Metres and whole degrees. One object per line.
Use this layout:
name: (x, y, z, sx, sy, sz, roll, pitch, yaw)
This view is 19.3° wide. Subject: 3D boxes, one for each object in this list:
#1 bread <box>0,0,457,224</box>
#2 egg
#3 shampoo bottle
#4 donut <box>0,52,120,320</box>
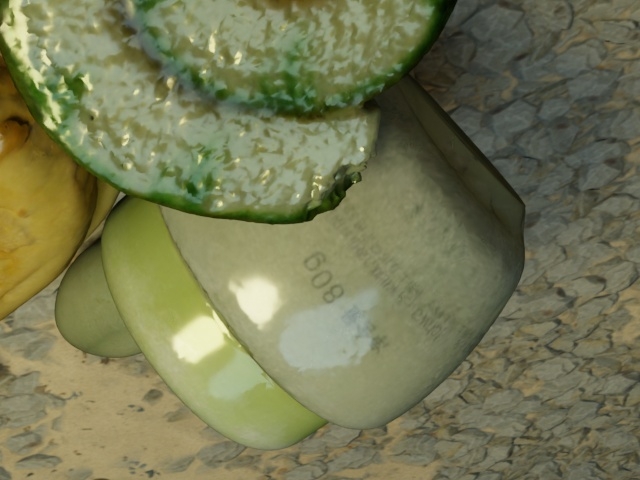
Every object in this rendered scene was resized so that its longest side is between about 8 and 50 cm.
bread: (-0.050, -0.194, 1.325, 0.366, 0.129, 0.382, -24, 114, -3)
egg: (-0.186, 0.052, 1.776, 0.152, 0.114, 0.114, -33, 141, 26)
shampoo bottle: (0.000, 0.000, 1.593, 0.317, 0.322, 0.322, -36, 141, 17)
donut: (-0.374, -0.048, 1.495, 0.449, 0.198, 0.449, -9, 145, -7)
